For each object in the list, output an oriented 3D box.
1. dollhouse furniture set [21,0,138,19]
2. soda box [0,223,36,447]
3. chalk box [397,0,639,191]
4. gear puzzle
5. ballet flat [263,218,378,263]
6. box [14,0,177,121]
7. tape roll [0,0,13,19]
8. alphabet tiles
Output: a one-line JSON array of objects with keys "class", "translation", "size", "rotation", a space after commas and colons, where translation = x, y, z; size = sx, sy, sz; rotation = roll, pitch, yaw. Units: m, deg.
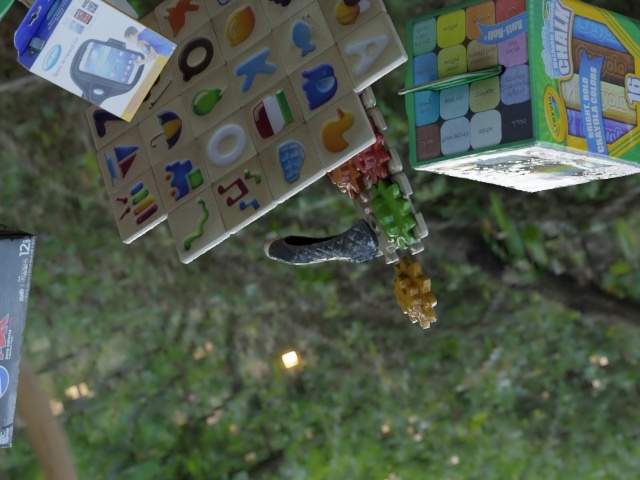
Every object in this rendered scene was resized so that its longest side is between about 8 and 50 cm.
[{"class": "dollhouse furniture set", "translation": [-0.215, -0.293, 1.415], "size": [0.183, 0.129, 0.129], "rotation": [-48, 154, -4]}, {"class": "soda box", "translation": [-0.262, 0.071, 1.146], "size": [0.060, 0.169, 0.053], "rotation": [15, -170, 38]}, {"class": "chalk box", "translation": [0.209, -0.167, 1.671], "size": [0.180, 0.179, 0.289], "rotation": [-9, 168, 42]}, {"class": "gear puzzle", "translation": [0.053, -0.052, 1.768], "size": [0.044, 0.339, 0.175], "rotation": [-21, 178, -21]}, {"class": "ballet flat", "translation": [0.000, 0.000, 1.801], "size": [0.173, 0.049, 0.057], "rotation": [-4, -164, 41]}, {"class": "box", "translation": [-0.192, -0.161, 1.278], "size": [0.028, 0.081, 0.136], "rotation": [37, -172, 39]}, {"class": "tape roll", "translation": [-0.367, -0.256, 1.105], "size": [0.321, 0.321, 0.077], "rotation": [-21, 174, -30]}, {"class": "alphabet tiles", "translation": [-0.082, -0.151, 1.481], "size": [0.342, 0.285, 0.011], "rotation": [-32, 148, 20]}]
